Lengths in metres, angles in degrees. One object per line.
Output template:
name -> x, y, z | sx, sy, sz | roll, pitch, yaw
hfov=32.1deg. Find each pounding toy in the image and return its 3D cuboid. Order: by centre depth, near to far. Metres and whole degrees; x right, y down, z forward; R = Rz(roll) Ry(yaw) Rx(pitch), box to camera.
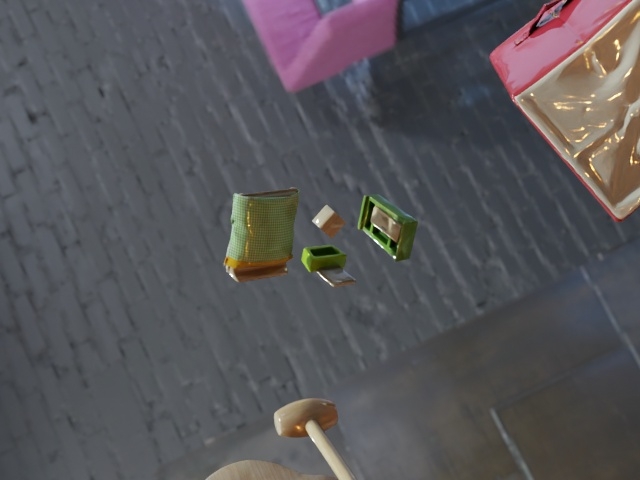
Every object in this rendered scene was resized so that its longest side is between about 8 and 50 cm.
pounding toy -> -0.042, 0.276, 1.039 | 0.155, 0.154, 0.269 | 97, 166, -58

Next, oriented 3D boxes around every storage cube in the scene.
storage cube -> 0.321, -0.167, 1.204 | 0.215, 0.184, 0.193 | 47, -165, -15

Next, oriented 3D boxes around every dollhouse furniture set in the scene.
dollhouse furniture set -> 0.000, 0.000, 0.911 | 0.058, 0.152, 0.076 | 42, 130, 45
